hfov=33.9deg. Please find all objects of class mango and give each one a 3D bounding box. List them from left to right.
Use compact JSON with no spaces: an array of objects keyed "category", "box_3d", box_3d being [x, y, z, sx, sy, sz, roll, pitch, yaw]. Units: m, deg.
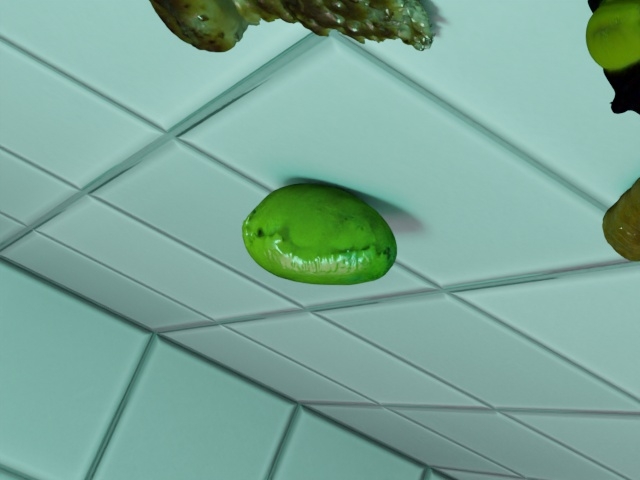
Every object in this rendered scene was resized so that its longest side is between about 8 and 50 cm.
[{"category":"mango","box_3d":[0.000,0.000,1.137,0.178,0.119,0.100,15,142,26]}]

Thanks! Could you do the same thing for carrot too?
[{"category":"carrot","box_3d":[0.270,-0.049,0.794,0.057,0.057,0.224,20,159,7]}]

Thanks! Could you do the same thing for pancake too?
[{"category":"pancake","box_3d":[-0.027,-0.188,0.727,0.244,0.057,0.266,24,161,-6]}]

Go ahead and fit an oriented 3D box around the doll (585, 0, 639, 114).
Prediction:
[{"category":"doll","box_3d":[0.214,-0.126,0.576,0.088,0.127,0.248,-10,169,-11]}]
